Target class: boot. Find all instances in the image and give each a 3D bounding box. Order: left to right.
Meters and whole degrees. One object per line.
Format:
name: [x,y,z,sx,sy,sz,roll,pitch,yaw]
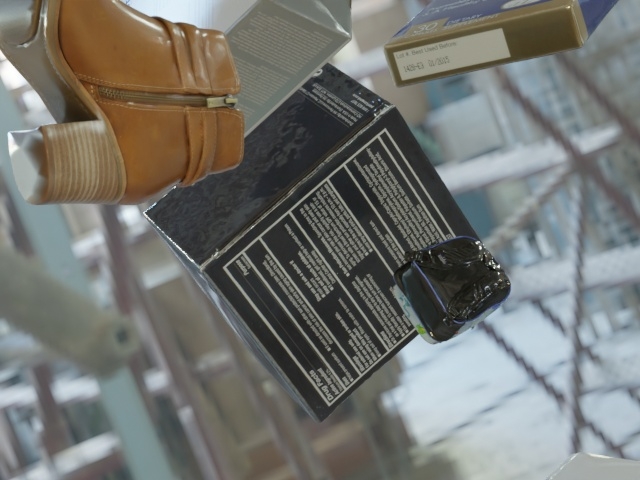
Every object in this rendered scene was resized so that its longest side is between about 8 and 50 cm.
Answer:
boot: [-0.116,-0.120,1.158,0.152,0.197,0.073,-11,15,-40]

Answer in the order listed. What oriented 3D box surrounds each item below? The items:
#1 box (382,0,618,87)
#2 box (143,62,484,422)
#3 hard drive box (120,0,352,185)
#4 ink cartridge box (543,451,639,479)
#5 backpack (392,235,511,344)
box: [0.146,-0.170,1.338,0.136,0.036,0.225,-10,19,30]
box: [0.000,0.000,2.333,0.294,0.296,0.183,-41,37,-8]
hard drive box: [-0.078,-0.187,1.637,0.089,0.181,0.232,23,-42,-29]
ink cartridge box: [0.291,0.340,1.691,0.198,0.272,0.115,6,14,25]
backpack: [0.144,0.053,2.161,0.114,0.105,0.084,-24,-16,-40]
